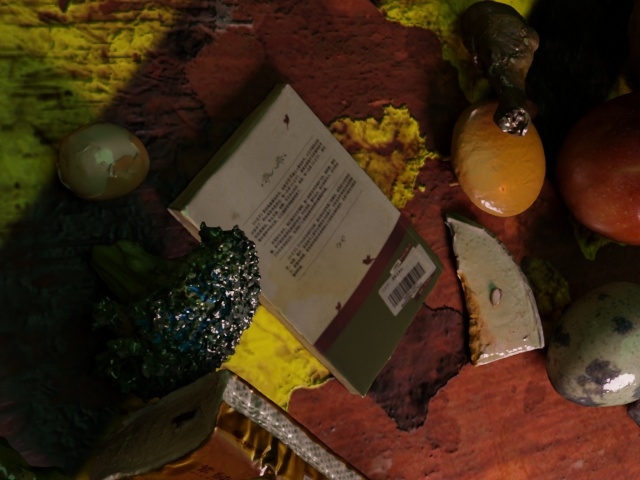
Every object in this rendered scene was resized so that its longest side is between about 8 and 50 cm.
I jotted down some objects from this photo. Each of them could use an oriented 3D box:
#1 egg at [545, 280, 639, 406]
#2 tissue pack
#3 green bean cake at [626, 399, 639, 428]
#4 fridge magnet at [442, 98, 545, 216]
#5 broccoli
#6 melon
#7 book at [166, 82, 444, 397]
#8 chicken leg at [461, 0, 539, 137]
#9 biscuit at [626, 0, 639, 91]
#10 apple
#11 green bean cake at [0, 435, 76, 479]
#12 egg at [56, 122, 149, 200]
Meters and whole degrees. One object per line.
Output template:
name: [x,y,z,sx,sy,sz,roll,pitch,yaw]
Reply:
egg: [0.352,0.130,1.184,0.182,0.141,0.141,-36,104,-23]
tissue pack: [-0.066,0.226,0.854,0.226,0.183,0.092,41,35,-24]
green bean cake: [0.520,0.168,1.251,0.233,0.198,0.097,-23,66,-37]
fridge magnet: [0.209,-0.098,1.158,0.143,0.063,0.143,6,78,-33]
broccoli: [-0.138,0.054,0.865,0.160,0.167,0.155,45,39,22]
melon: [0.203,0.050,1.153,0.098,0.054,0.182,-11,90,-20]
book: [0.000,0.000,1.022,0.289,0.026,0.201,48,60,-20]
chicken leg: [0.218,-0.204,1.143,0.085,0.069,0.197,17,52,-31]
biscuit: [0.550,-0.255,1.390,0.326,0.107,0.325,8,76,-33]
apple: [0.392,-0.091,1.231,0.201,0.162,0.201,10,76,-45]
green bean cake: [-0.335,0.256,0.646,0.319,0.218,0.335,30,70,-28]
egg: [-0.193,-0.071,0.874,0.083,0.071,0.071,-11,90,-38]
